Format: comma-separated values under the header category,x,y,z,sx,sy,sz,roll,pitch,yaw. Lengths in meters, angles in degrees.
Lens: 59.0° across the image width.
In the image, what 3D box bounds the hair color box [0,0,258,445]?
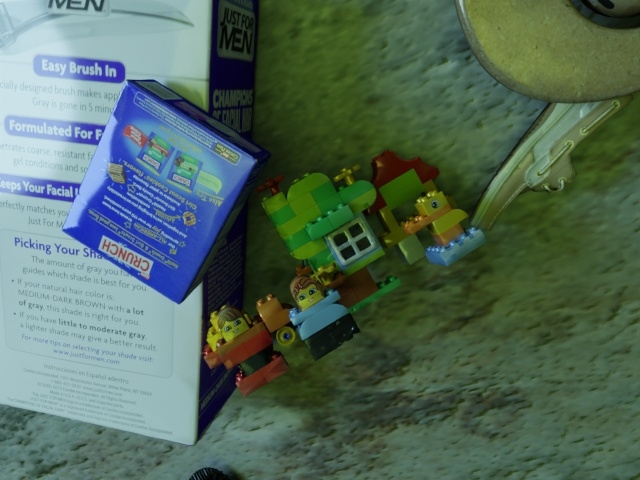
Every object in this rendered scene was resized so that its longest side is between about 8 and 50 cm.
category,x,y,z,sx,sy,sz,roll,pitch,yaw
hair color box,-0.157,-0.029,0.443,0.185,0.110,0.338,8,107,10

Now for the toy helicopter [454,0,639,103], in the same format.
category,x,y,z,sx,sy,sz,roll,pitch,yaw
toy helicopter,0.248,-0.180,0.293,0.355,0.140,0.235,-22,98,14

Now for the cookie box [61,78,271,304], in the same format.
category,x,y,z,sx,sy,sz,roll,pitch,yaw
cookie box,-0.097,-0.030,0.354,0.092,0.040,0.107,32,108,1

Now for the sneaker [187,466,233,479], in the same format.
category,x,y,z,sx,sy,sz,roll,pitch,yaw
sneaker,-0.082,0.290,0.540,0.161,0.057,0.075,47,126,-2

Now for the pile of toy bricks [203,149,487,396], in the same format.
category,x,y,z,sx,sy,sz,roll,pitch,yaw
pile of toy bricks,0.000,0.000,0.376,0.212,0.118,0.105,-31,95,-7

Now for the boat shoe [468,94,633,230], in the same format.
category,x,y,z,sx,sy,sz,roll,pitch,yaw
boat shoe,0.156,-0.056,0.388,0.045,0.050,0.135,38,109,8
